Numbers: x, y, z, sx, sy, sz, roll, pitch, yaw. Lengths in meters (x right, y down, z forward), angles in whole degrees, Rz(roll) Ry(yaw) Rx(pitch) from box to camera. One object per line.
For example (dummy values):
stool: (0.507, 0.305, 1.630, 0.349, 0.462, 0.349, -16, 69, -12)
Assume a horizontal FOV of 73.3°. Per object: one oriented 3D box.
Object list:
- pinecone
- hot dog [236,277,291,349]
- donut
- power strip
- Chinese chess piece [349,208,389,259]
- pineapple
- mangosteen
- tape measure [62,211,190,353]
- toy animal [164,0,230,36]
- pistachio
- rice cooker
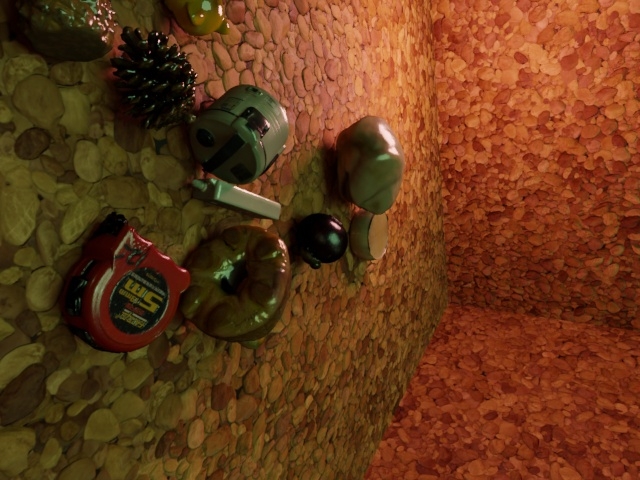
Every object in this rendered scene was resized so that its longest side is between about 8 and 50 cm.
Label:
pinecone: (-0.356, -0.349, 0.931, 0.169, 0.186, 0.212, -22, 97, -41)
hot dog: (-0.207, 0.193, 1.278, 0.256, 0.153, 0.150, -61, 137, -38)
donut: (-0.214, 0.114, 1.136, 0.317, 0.299, 0.150, -41, 147, -19)
power strip: (-0.237, -0.115, 1.236, 0.338, 0.098, 0.058, 18, 81, -58)
Chinese chess piece: (0.235, -0.032, 2.032, 0.257, 0.104, 0.256, -11, 104, -58)
pineapple: (-0.457, -0.510, 0.778, 0.169, 0.169, 0.340, 2, 85, -59)
mangosteen: (0.000, 0.000, 1.570, 0.210, 0.210, 0.209, -13, 105, -58)
tape measure: (-0.427, 0.110, 0.937, 0.253, 0.114, 0.260, 53, 53, -48)
toy animal: (-0.292, -0.618, 1.035, 0.156, 0.156, 0.229, -20, 108, -57)
pistachio: (0.209, -0.300, 1.779, 0.365, 0.282, 0.445, -53, 140, -20)
rice cooker: (-0.210, -0.274, 1.136, 0.244, 0.226, 0.225, -57, 139, -40)
